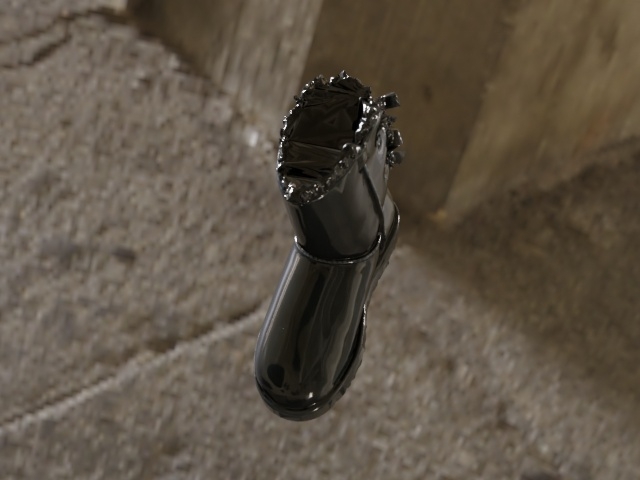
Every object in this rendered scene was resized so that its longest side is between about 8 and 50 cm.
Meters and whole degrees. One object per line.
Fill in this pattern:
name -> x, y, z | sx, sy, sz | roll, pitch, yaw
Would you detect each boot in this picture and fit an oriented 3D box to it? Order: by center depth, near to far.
boot -> 0.000, 0.000, 0.742 | 0.045, 0.099, 0.121 | 16, 61, 17
